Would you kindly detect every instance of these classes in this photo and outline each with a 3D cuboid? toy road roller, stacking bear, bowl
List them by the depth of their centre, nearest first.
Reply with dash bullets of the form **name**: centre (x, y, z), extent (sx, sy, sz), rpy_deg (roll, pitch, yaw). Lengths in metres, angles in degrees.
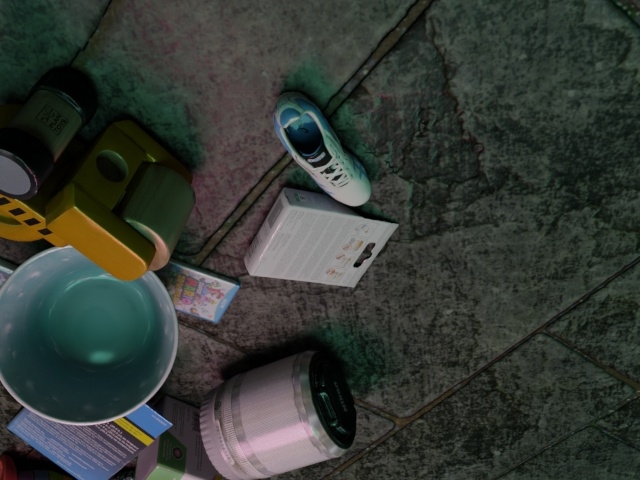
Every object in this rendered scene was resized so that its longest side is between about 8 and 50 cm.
- **toy road roller**: centre (-0.386, -0.075, 1.096), extent (0.329, 0.202, 0.241), rpy_deg (40, 133, -24)
- **bowl**: centre (-0.405, 0.157, 1.266), extent (0.312, 0.163, 0.311), rpy_deg (0, 90, -7)
- **stacking bear**: centre (-0.659, 0.650, 1.754), extent (0.289, 0.164, 0.175), rpy_deg (19, 85, -30)

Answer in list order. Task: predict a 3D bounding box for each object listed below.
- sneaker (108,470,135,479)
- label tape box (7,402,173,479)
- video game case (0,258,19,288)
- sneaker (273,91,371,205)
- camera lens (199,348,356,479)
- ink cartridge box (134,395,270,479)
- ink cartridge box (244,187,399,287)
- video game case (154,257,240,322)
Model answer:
- **sneaker**: centre (-0.460, 0.594, 1.774), extent (0.224, 0.083, 0.098), rpy_deg (13, 107, -14)
- **label tape box**: centre (-0.470, 0.357, 1.493), extent (0.241, 0.106, 0.334), rpy_deg (42, 121, -12)
- **video game case**: centre (-0.572, 0.128, 1.383), extent (0.190, 0.022, 0.173), rpy_deg (28, 126, -22)
- **sneaker**: centre (0.003, -0.128, 1.116), extent (0.085, 0.086, 0.237), rpy_deg (-27, 127, 20)
- **camera lens**: centre (-0.079, 0.360, 1.455), extent (0.274, 0.219, 0.219), rpy_deg (-22, 128, 18)
- **ink cartridge box**: centre (-0.258, 0.497, 1.578), extent (0.278, 0.201, 0.117), rpy_deg (29, 115, -23)
- **ink cartridge box**: centre (0.000, 0.000, 1.266), extent (0.225, 0.056, 0.181), rpy_deg (7, 134, -31)
- **video game case**: centre (-0.253, 0.094, 1.357), extent (0.166, 0.015, 0.119), rpy_deg (21, 128, -18)
